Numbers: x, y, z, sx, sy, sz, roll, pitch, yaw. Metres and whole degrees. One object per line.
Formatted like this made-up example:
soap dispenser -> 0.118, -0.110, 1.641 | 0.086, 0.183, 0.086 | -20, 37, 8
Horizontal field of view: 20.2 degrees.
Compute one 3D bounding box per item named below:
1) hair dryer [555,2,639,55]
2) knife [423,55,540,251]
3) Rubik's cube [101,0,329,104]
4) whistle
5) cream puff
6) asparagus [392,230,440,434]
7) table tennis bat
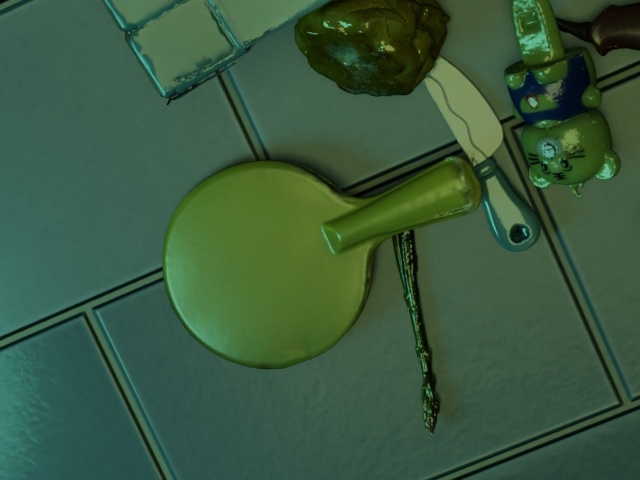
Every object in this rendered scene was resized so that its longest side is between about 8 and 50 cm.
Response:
hair dryer -> 0.395, -0.261, 1.802 | 0.341, 0.123, 0.312 | 4, 92, 16
knife -> 0.167, -0.102, 1.885 | 0.058, 0.032, 0.244 | -24, 94, 13
Rubik's cube -> -0.108, -0.302, 1.751 | 0.231, 0.221, 0.224 | -30, 104, 8
whistle -> 0.237, -0.151, 1.827 | 0.105, 0.085, 0.227 | -6, 108, 37
cream puff -> 0.056, -0.219, 1.829 | 0.146, 0.146, 0.116 | 29, 65, 0
asparagus -> 0.105, 0.096, 1.933 | 0.023, 0.022, 0.232 | -16, 101, -36
table tennis bat -> 0.000, 0.000, 1.905 | 0.369, 0.054, 0.224 | -24, 96, 17
